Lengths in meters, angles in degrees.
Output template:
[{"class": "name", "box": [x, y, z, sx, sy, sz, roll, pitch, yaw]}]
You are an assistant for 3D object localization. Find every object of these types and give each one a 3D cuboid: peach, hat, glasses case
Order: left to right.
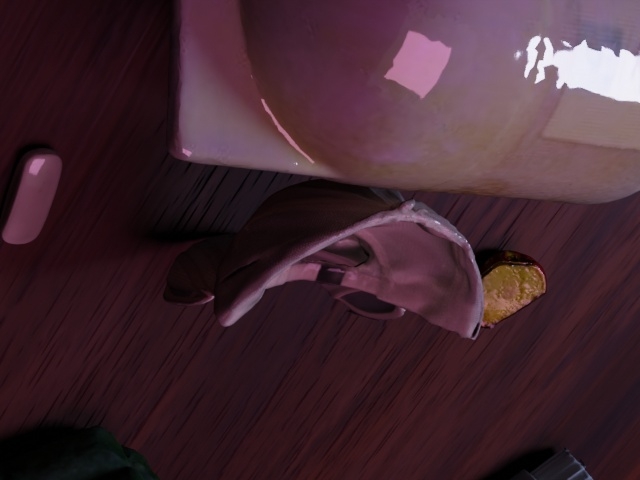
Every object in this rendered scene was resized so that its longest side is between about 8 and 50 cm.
[{"class": "glasses case", "box": [-0.215, -0.032, 1.058, 0.032, 0.021, 0.083, -2, 129, -38]}, {"class": "hat", "box": [0.000, 0.000, 1.113, 0.219, 0.226, 0.164, 6, 112, -30]}, {"class": "peach", "box": [0.183, 0.048, 1.426, 0.077, 0.050, 0.083, 7, 117, -14]}]

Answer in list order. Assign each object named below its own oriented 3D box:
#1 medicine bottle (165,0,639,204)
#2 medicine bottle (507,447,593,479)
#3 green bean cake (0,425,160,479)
[{"class": "medicine bottle", "box": [0.066, -0.151, 0.988, 0.406, 0.236, 0.235, 3, 126, -41]}, {"class": "medicine bottle", "box": [0.208, 0.396, 1.710, 0.318, 0.158, 0.158, -35, 142, -3]}, {"class": "green bean cake", "box": [-0.180, 0.355, 1.244, 0.169, 0.308, 0.300, -22, 140, -22]}]
